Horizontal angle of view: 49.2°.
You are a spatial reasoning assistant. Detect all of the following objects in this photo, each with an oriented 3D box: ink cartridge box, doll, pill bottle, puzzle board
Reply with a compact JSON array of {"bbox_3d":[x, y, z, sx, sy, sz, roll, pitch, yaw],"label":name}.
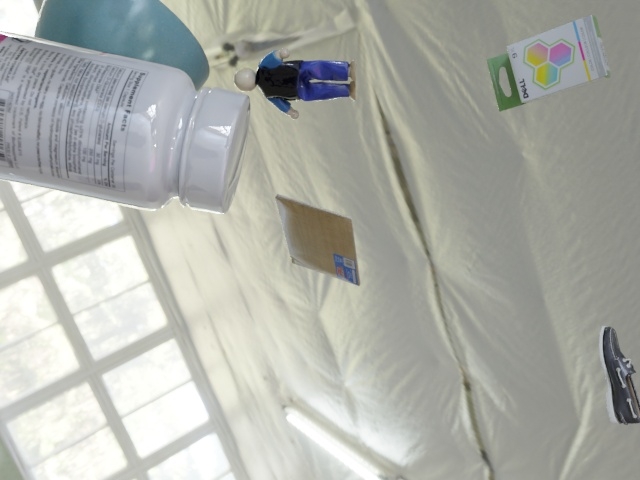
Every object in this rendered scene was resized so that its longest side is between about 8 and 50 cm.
[{"bbox_3d":[0.406,-0.317,1.276,0.209,0.062,0.109,-14,-88,31],"label":"ink cartridge box"},{"bbox_3d":[-0.039,-0.241,1.075,0.129,0.189,0.046,89,4,-49],"label":"doll"},{"bbox_3d":[-0.228,-0.122,0.764,0.160,0.283,0.160,-168,-90,-89],"label":"pill bottle"},{"bbox_3d":[0.000,0.000,0.826,0.096,0.011,0.128,18,-33,22],"label":"puzzle board"}]

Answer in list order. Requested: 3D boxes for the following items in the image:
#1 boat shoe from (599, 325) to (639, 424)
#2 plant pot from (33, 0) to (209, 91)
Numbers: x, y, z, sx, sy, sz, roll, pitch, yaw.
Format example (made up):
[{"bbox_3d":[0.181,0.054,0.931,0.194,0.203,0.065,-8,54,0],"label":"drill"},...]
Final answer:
[{"bbox_3d":[0.382,0.170,0.890,0.038,0.046,0.125,-13,-108,38],"label":"boat shoe"},{"bbox_3d":[-0.360,-0.282,1.169,0.290,0.195,0.290,26,-18,9],"label":"plant pot"}]
